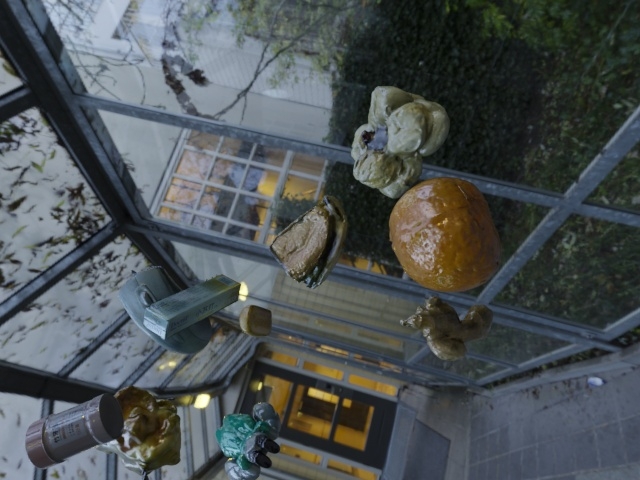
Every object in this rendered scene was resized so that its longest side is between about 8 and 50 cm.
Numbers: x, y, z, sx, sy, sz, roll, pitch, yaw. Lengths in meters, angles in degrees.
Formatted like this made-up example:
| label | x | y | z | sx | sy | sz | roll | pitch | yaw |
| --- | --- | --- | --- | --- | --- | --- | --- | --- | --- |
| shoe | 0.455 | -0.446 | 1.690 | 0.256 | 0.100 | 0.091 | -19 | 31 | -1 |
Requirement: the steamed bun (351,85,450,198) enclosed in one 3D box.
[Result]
| label | x | y | z | sx | sy | sz | roll | pitch | yaw |
| --- | --- | --- | --- | --- | --- | --- | --- | --- | --- |
| steamed bun | 0.122 | -0.192 | 0.739 | 0.177 | 0.106 | 0.192 | -52 | 34 | 32 |

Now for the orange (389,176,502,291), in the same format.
| label | x | y | z | sx | sy | sz | roll | pitch | yaw |
| --- | --- | --- | --- | --- | --- | --- | --- | --- | --- |
| orange | 0.350 | -0.013 | 1.191 | 0.340 | 0.294 | 0.340 | 47 | -147 | -43 |

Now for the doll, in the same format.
| label | x | y | z | sx | sy | sz | roll | pitch | yaw |
| --- | --- | --- | --- | --- | --- | --- | --- | --- | --- |
| doll | -0.182 | 0.527 | 1.043 | 0.195 | 0.153 | 0.258 | -45 | 17 | -3 |

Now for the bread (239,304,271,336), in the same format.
| label | x | y | z | sx | sy | sz | roll | pitch | yaw |
| --- | --- | --- | --- | --- | --- | --- | --- | --- | --- |
| bread | -0.178 | 0.215 | 1.101 | 0.115 | 0.056 | 0.082 | 27 | -122 | -60 |

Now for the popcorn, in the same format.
| label | x | y | z | sx | sy | sz | roll | pitch | yaw |
| --- | --- | --- | --- | --- | --- | --- | --- | --- | --- |
| popcorn | -0.588 | 0.621 | 1.365 | 0.315 | 0.298 | 0.281 | 69 | -153 | -16 |

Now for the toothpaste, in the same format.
| label | x | y | z | sx | sy | sz | roll | pitch | yaw |
| --- | --- | --- | --- | --- | --- | --- | --- | --- | --- |
| toothpaste | -0.356 | 0.179 | 1.188 | 0.313 | 0.089 | 0.070 | -24 | -44 | -62 |

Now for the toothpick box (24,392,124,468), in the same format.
| label | x | y | z | sx | sy | sz | roll | pitch | yaw |
| --- | --- | --- | --- | --- | --- | --- | --- | --- | --- |
| toothpick box | -0.501 | 0.390 | 0.849 | 0.098 | 0.149 | 0.098 | 159 | 90 | -84 |

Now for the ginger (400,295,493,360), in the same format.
| label | x | y | z | sx | sy | sz | roll | pitch | yaw |
| --- | --- | --- | --- | --- | --- | --- | --- | --- | --- |
| ginger | 0.277 | 0.167 | 0.857 | 0.214 | 0.132 | 0.058 | -23 | -21 | -32 |

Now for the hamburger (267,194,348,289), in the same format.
| label | x | y | z | sx | sy | sz | roll | pitch | yaw |
| --- | --- | --- | --- | --- | --- | --- | --- | --- | --- |
| hamburger | 0.000 | 0.000 | 0.995 | 0.207 | 0.155 | 0.135 | -48 | -15 | 14 |

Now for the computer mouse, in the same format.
| label | x | y | z | sx | sy | sz | roll | pitch | yaw |
| --- | --- | --- | --- | --- | --- | --- | --- | --- | --- |
| computer mouse | -0.523 | 0.250 | 1.398 | 0.188 | 0.370 | 0.122 | -36 | 14 | -2 |
